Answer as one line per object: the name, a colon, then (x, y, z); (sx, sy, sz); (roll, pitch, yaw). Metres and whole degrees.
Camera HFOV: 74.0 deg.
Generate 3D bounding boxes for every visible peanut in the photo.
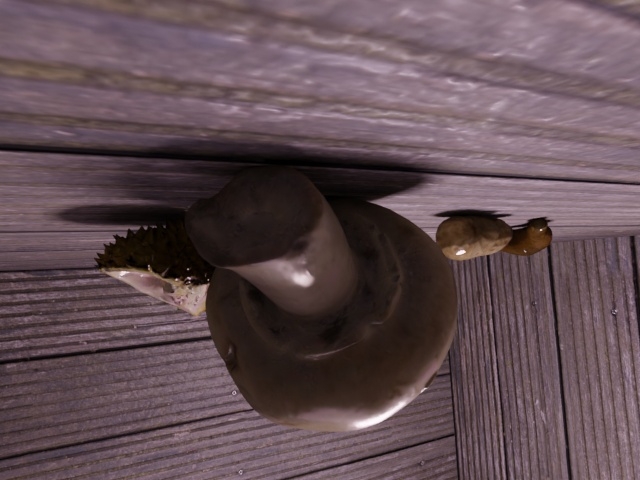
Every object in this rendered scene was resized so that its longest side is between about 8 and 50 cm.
peanut: (0.308, -0.007, 0.846); (0.104, 0.085, 0.228); (-21, 167, 40)

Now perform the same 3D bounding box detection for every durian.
durian: (-0.225, 0.029, 0.657); (0.183, 0.137, 0.249); (27, 165, 0)

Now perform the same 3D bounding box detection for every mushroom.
mushroom: (-0.007, 0.058, 0.480); (0.315, 0.314, 0.336); (-4, 155, 16)

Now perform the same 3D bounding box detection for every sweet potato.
sweet potato: (0.538, -0.005, 1.121); (0.109, 0.079, 0.346); (9, 173, 1)

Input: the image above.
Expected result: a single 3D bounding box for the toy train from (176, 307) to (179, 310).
toy train: (-0.331, 0.106, 1.297); (0.301, 0.120, 0.202); (-3, -150, -4)
